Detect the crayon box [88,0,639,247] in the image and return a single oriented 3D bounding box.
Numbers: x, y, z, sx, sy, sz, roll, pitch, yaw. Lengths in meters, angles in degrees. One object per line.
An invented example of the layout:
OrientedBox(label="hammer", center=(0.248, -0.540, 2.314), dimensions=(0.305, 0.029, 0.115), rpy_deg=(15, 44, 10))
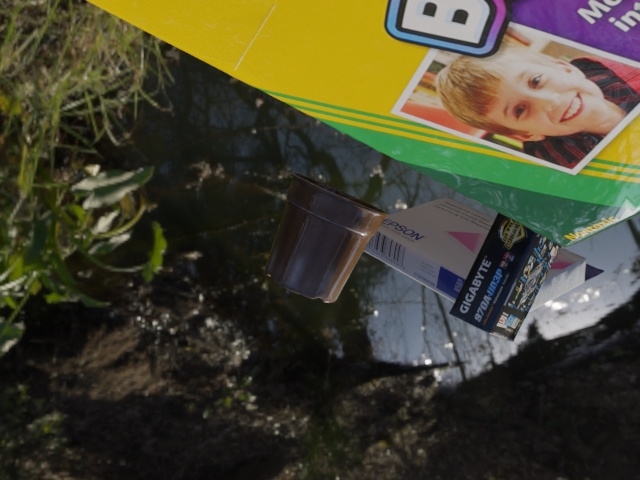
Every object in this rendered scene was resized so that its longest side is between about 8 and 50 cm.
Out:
OrientedBox(label="crayon box", center=(0.090, -0.155, 0.262), dimensions=(0.313, 0.106, 0.363), rpy_deg=(24, 151, -16))

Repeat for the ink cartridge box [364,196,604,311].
OrientedBox(label="ink cartridge box", center=(0.301, 0.013, 1.398), dimensions=(0.330, 0.324, 0.071), rpy_deg=(-20, 126, -38))

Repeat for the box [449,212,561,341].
OrientedBox(label="box", center=(0.227, 0.025, 0.877), dimensions=(0.051, 0.175, 0.220), rpy_deg=(26, -179, 23))

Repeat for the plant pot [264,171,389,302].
OrientedBox(label="plant pot", center=(0.000, 0.000, 1.200), dimensions=(0.167, 0.167, 0.165), rpy_deg=(18, 98, -34))
